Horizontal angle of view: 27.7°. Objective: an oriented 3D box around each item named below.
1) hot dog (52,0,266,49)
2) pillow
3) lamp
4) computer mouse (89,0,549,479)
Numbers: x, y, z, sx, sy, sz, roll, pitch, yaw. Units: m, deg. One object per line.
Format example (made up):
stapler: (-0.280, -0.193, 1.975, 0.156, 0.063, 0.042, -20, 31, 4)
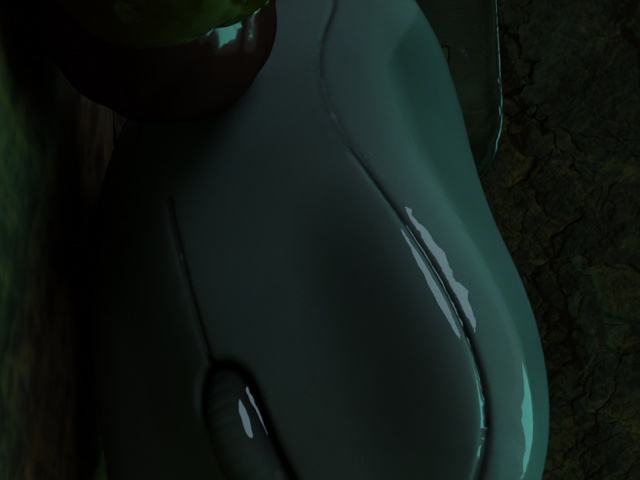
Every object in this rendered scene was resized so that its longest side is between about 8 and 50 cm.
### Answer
hot dog: (-0.065, -0.159, 0.248, 0.337, 0.100, 0.135, 86, -5, -69)
pillow: (-0.004, -0.073, 0.656, 0.033, 0.217, 0.130, 7, 80, -52)
lamp: (-0.059, -0.090, 0.453, 0.101, 0.090, 0.101, 31, 49, -44)
computer mouse: (-0.015, 0.007, 0.507, 0.121, 0.184, 0.297, 38, 36, -36)
